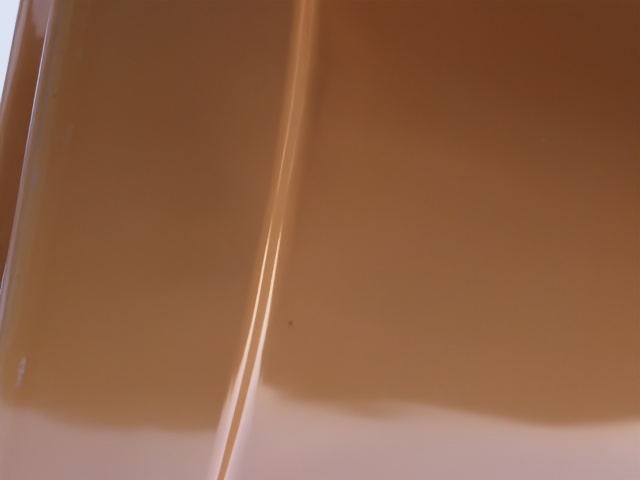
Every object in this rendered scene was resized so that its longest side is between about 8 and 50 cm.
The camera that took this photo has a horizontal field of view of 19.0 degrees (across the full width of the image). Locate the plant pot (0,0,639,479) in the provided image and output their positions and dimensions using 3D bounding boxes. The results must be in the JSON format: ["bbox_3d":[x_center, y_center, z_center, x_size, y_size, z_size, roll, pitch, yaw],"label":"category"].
[{"bbox_3d":[0.000,0.000,0.587,0.204,0.290,0.291,10,-143,-12],"label":"plant pot"}]
